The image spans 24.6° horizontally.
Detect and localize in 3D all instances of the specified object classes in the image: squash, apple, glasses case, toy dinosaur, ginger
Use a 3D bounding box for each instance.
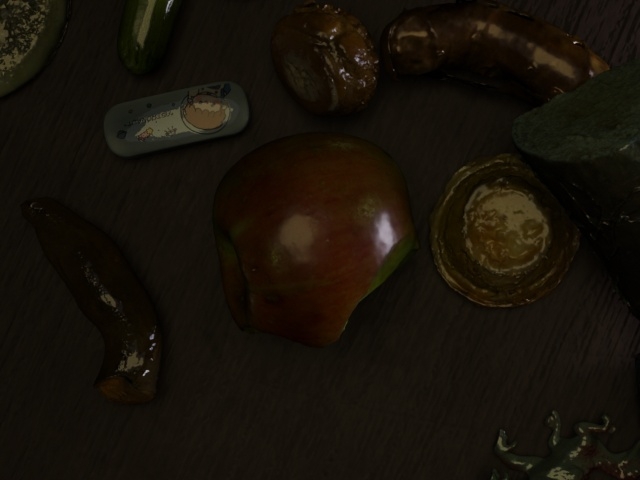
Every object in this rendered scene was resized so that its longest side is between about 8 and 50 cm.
[{"bbox_3d":[-0.195,-0.317,1.781,0.069,0.069,0.239,15,86,4],"label":"squash"},{"bbox_3d":[0.000,0.000,1.658,0.226,0.246,0.246,-15,84,-15],"label":"apple"},{"bbox_3d":[-0.173,-0.145,1.776,0.178,0.045,0.067,-12,85,2],"label":"glasses case"},{"bbox_3d":[0.261,0.298,1.709,0.167,0.053,0.242,35,79,-1],"label":"toy dinosaur"},{"bbox_3d":[0.223,-0.208,1.731,0.309,0.107,0.133,18,73,1],"label":"ginger"}]

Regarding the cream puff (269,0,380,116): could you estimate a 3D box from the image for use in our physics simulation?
[{"bbox_3d":[0.011,-0.214,1.737,0.103,0.126,0.144,-29,74,-30],"label":"cream puff"}]

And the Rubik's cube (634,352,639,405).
[{"bbox_3d":[0.493,0.224,1.609,0.238,0.237,0.237,-4,85,-1],"label":"Rubik's cube"}]

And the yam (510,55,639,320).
[{"bbox_3d":[0.370,-0.042,1.641,0.202,0.201,0.271,-32,115,4],"label":"yam"}]

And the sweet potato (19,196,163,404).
[{"bbox_3d":[-0.269,0.064,1.745,0.112,0.085,0.286,-33,84,5],"label":"sweet potato"}]

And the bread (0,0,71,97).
[{"bbox_3d":[-0.441,-0.293,1.806,0.267,0.040,0.267,0,85,3],"label":"bread"}]

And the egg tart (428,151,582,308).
[{"bbox_3d":[0.218,-0.012,1.731,0.191,0.074,0.191,0,88,2],"label":"egg tart"}]
